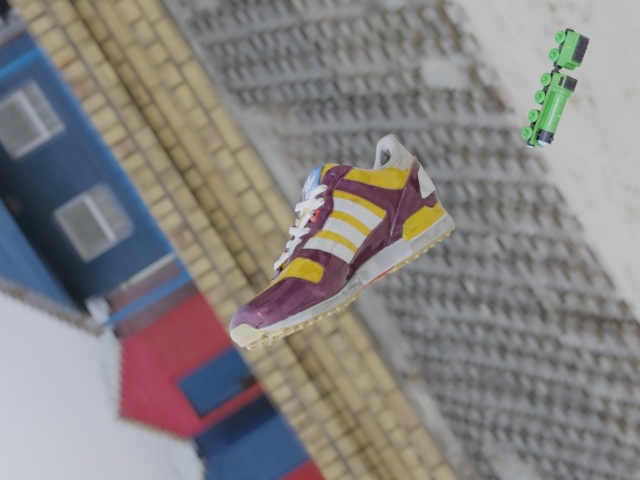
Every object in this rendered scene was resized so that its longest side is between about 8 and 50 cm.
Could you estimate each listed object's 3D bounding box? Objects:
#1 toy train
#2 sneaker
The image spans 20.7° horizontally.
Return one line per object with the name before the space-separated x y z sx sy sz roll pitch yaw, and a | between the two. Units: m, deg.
toy train | 0.156 -0.100 1.158 0.017 0.083 0.024 15 -175 -42
sneaker | 0.000 0.000 1.116 0.069 0.185 0.084 -27 94 52
